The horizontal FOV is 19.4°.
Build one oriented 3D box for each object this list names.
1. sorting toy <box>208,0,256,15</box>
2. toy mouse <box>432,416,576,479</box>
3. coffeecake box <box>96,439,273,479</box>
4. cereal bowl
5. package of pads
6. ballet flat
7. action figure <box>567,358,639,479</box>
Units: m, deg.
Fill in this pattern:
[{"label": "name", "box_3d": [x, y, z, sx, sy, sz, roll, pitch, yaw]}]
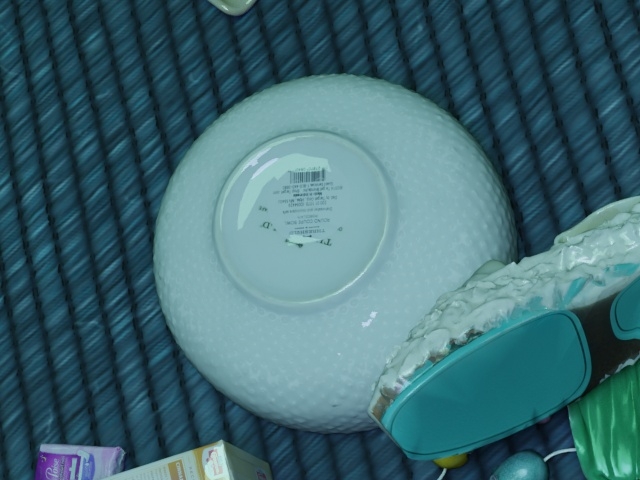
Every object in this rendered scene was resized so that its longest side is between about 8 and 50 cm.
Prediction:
[{"label": "sorting toy", "box_3d": [-0.089, -0.351, 1.865, 0.193, 0.038, 0.208, 39, 87, 22]}, {"label": "toy mouse", "box_3d": [0.165, 0.171, 1.641, 0.143, 0.031, 0.161, 12, 85, 16]}, {"label": "coffeecake box", "box_3d": [-0.142, 0.243, 1.653, 0.185, 0.142, 0.068, -19, 71, 10]}, {"label": "cereal bowl", "box_3d": [0.000, 0.000, 1.686, 0.339, 0.141, 0.339, -4, 74, 15]}, {"label": "package of pads", "box_3d": [-0.223, 0.215, 1.744, 0.083, 0.032, 0.050, 1, 72, 16]}, {"label": "ballet flat", "box_3d": [0.208, 0.052, 1.567, 0.409, 0.147, 0.147, -24, 68, -12]}, {"label": "action figure", "box_3d": [0.256, 0.129, 1.617, 0.137, 0.063, 0.232, -10, 68, 11]}]
